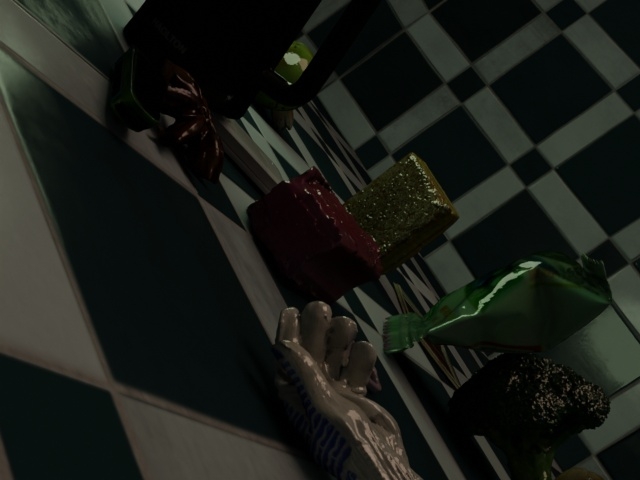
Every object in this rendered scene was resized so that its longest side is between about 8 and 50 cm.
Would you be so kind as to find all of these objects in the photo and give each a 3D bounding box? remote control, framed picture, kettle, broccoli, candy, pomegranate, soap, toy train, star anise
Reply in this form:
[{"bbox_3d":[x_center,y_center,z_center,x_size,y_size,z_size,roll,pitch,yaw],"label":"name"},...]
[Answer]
[{"bbox_3d":[-0.137,-0.159,1.415,0.250,0.034,0.103,47,11,-36],"label":"remote control"},{"bbox_3d":[0.250,0.223,2.139,0.216,0.016,0.273,52,9,-18],"label":"framed picture"},{"bbox_3d":[-0.095,-0.336,1.269,0.203,0.308,0.262,23,25,-44],"label":"kettle"},{"bbox_3d":[0.383,0.344,1.658,0.297,0.297,0.297,29,48,-71],"label":"broccoli"},{"bbox_3d":[0.301,0.121,1.610,0.263,0.398,0.172,38,42,-85],"label":"candy"},{"bbox_3d":[-0.086,-0.352,2.086,0.180,0.180,0.209,-111,-167,-59],"label":"pomegranate"},{"bbox_3d":[0.000,0.000,1.318,0.182,0.112,0.289,62,9,25],"label":"soap"},{"bbox_3d":[-0.206,-0.161,1.010,0.044,0.042,0.209,44,12,-25],"label":"toy train"},{"bbox_3d":[-0.158,-0.143,1.120,0.168,0.057,0.168,-18,90,-78],"label":"star anise"}]

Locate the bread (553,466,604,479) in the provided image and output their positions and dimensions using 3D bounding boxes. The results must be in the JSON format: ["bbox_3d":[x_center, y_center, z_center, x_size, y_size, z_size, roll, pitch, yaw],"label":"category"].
[{"bbox_3d":[0.530,0.585,1.742,0.314,0.171,0.192,58,11,27],"label":"bread"}]

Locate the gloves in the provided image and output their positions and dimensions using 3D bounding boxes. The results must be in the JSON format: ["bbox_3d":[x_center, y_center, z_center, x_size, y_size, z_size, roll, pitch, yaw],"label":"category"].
[{"bbox_3d":[0.019,0.158,0.841,0.119,0.097,0.229,31,31,-61],"label":"gloves"}]

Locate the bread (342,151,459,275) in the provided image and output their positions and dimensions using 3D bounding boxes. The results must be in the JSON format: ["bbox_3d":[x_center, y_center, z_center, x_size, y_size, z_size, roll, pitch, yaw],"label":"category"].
[{"bbox_3d":[0.166,-0.053,2.010,0.110,0.234,0.184,39,19,-56],"label":"bread"}]

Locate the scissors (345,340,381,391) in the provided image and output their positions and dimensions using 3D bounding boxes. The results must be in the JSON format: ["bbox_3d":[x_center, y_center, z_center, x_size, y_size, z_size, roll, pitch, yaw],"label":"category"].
[{"bbox_3d":[0.031,0.151,1.185,0.110,0.021,0.212,55,7,14],"label":"scissors"}]
